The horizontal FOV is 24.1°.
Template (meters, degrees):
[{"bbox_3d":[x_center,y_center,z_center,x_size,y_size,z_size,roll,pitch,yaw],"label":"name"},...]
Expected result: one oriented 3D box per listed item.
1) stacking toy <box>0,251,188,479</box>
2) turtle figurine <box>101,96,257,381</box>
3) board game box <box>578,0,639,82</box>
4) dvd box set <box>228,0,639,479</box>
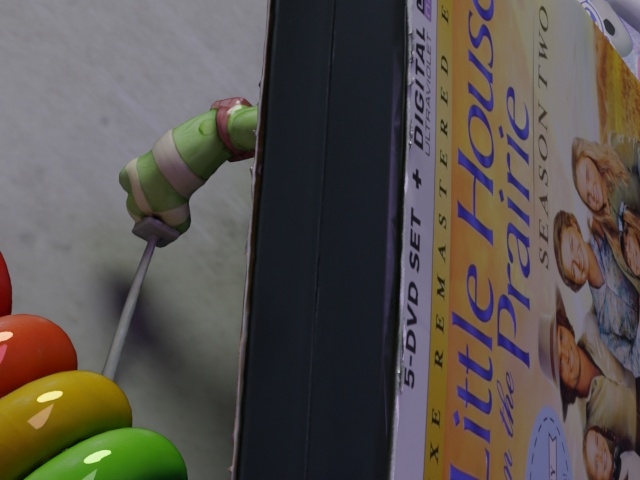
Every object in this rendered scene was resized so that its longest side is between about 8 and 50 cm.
[{"bbox_3d":[-0.103,0.110,0.624,0.141,0.141,0.330,-18,62,-46],"label":"stacking toy"},{"bbox_3d":[0.000,0.000,0.809,0.198,0.274,0.266,-2,14,10],"label":"turtle figurine"},{"bbox_3d":[0.266,-0.214,1.173,0.390,0.050,0.389,-27,92,-48],"label":"board game box"},{"bbox_3d":[0.101,0.045,0.666,0.420,0.062,0.307,35,53,-54],"label":"dvd box set"}]
